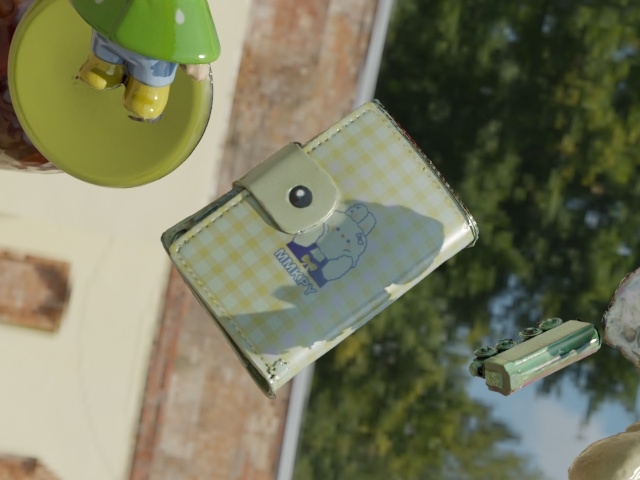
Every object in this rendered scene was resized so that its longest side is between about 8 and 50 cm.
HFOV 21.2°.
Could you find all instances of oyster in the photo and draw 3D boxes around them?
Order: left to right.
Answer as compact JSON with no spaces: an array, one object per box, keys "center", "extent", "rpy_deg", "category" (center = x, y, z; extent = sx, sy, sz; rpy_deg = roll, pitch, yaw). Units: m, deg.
[{"center":[0.390,0.070,1.755],"extent":[0.081,0.191,0.163],"rpy_deg":[54,32,-41],"category":"oyster"}]

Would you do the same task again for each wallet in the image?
[{"center":[0.000,0.000,1.901],"extent":[0.223,0.309,0.077],"rpy_deg":[54,-22,2],"category":"wallet"}]

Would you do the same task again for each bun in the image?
[{"center":[0.353,0.282,1.910],"extent":[0.128,0.193,0.178],"rpy_deg":[12,-46,55],"category":"bun"}]

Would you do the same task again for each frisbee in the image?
[{"center":[-0.225,-0.166,1.809],"extent":[0.017,0.236,0.236],"rpy_deg":[-47,154,-65],"category":"frisbee"}]

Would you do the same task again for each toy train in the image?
[{"center":[0.222,0.117,1.780],"extent":[0.071,0.148,0.038],"rpy_deg":[17,-59,49],"category":"toy train"}]

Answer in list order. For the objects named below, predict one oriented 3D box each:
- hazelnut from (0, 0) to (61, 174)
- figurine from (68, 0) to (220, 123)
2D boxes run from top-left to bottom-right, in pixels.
[{"center":[-0.409,-0.251,2.279],"extent":[0.352,0.421,0.421],"rpy_deg":[-57,180,-23],"category":"hazelnut"},{"center":[-0.106,-0.220,1.242],"extent":[0.143,0.162,0.263],"rpy_deg":[-26,144,-57],"category":"figurine"}]
